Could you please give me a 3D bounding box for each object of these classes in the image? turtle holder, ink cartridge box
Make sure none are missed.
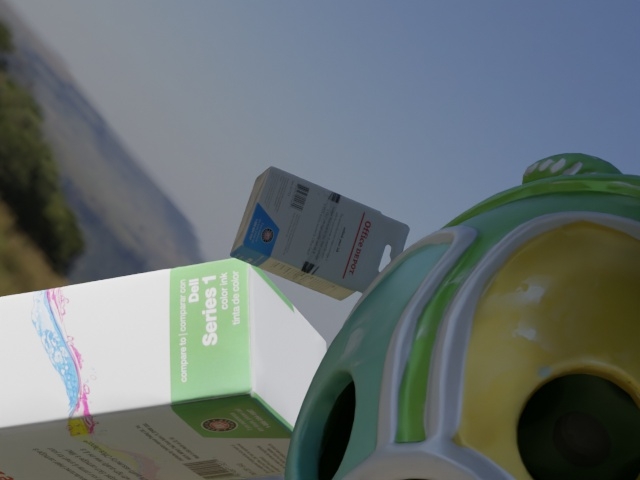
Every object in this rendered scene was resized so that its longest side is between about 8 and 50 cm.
[{"bbox_3d":[0.121,0.095,0.757,0.227,0.320,0.243,-31,96,-52],"label":"turtle holder"},{"bbox_3d":[0.000,0.000,0.926,0.083,0.048,0.028,23,-19,-12],"label":"ink cartridge box"},{"bbox_3d":[-0.153,0.118,1.371,0.201,0.278,0.117,52,32,-62],"label":"ink cartridge box"}]
